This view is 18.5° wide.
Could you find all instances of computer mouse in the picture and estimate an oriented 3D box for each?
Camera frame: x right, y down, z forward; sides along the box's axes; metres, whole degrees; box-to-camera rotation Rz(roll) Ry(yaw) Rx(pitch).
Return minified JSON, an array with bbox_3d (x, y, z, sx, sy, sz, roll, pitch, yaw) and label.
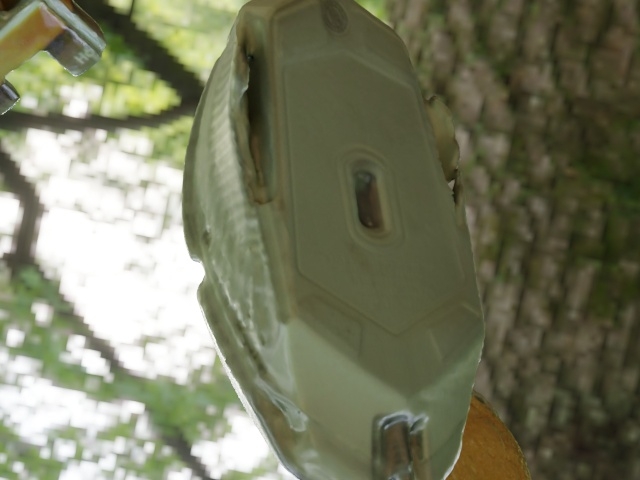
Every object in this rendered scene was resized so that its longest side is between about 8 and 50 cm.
[{"bbox_3d":[-0.002,0.003,1.543,0.228,0.429,0.145,9,155,-42],"label":"computer mouse"}]

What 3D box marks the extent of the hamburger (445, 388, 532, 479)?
[{"bbox_3d":[0.090,0.244,1.945,0.318,0.158,0.318,41,-155,-24],"label":"hamburger"}]

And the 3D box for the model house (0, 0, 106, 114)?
[{"bbox_3d":[-0.274,-0.157,1.141,0.215,0.198,0.224,40,-164,-40],"label":"model house"}]
